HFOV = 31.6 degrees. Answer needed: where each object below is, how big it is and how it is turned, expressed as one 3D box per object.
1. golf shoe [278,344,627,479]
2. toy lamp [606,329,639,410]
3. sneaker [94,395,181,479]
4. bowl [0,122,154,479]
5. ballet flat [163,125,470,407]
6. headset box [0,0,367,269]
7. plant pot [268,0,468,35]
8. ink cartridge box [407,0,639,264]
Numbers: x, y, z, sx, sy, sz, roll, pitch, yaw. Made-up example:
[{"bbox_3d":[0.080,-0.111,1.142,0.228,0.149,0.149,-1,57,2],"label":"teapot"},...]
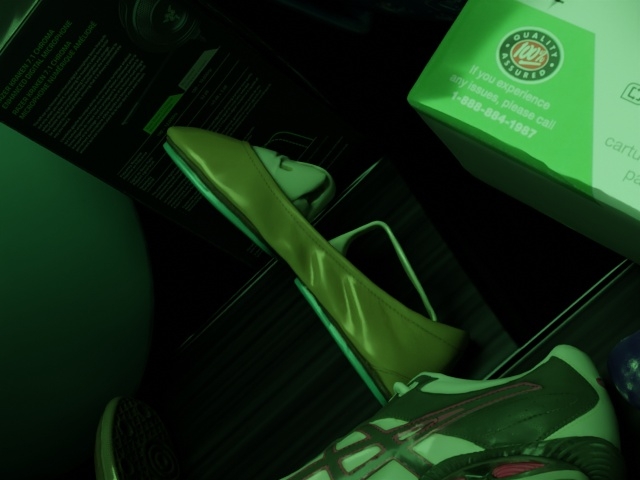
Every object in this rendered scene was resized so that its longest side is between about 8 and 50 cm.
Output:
[{"bbox_3d":[0.039,0.143,0.619,0.273,0.105,0.120,-19,37,29],"label":"golf shoe"},{"bbox_3d":[0.180,0.166,0.471,0.080,0.080,0.274,-25,52,31],"label":"toy lamp"},{"bbox_3d":[-0.134,0.193,0.754,0.071,0.066,0.188,-37,45,22],"label":"sneaker"},{"bbox_3d":[-0.294,0.044,0.823,0.312,0.163,0.311,3,95,28],"label":"bowl"},{"bbox_3d":[0.000,0.000,0.693,0.073,0.080,0.232,-42,79,2],"label":"ballet flat"},{"bbox_3d":[-0.147,-0.141,0.807,0.131,0.283,0.246,-51,42,8],"label":"headset box"},{"bbox_3d":[0.010,-0.261,0.684,0.212,0.236,0.236,-5,73,52],"label":"plant pot"},{"bbox_3d":[0.212,-0.127,0.545,0.211,0.121,0.289,31,88,29],"label":"ink cartridge box"}]
